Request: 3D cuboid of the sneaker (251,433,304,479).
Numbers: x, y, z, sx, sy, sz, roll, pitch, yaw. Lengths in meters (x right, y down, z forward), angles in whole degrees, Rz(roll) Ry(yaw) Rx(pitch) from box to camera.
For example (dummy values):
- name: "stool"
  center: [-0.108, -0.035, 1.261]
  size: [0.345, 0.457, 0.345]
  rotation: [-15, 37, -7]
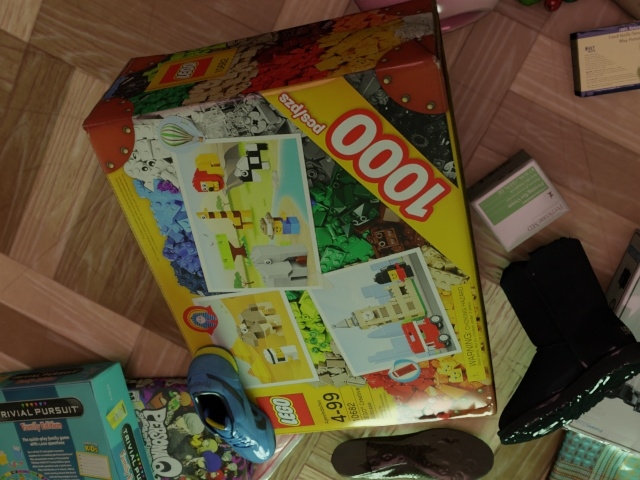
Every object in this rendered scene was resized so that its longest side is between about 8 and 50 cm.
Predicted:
- name: "sneaker"
  center: [-0.085, 0.327, 1.176]
  size: [0.070, 0.051, 0.134]
  rotation: [38, 104, 1]

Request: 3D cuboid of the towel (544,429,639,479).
- name: "towel"
  center: [0.513, 0.442, 1.108]
  size: [0.370, 0.040, 0.271]
  rotation: [17, 105, 5]

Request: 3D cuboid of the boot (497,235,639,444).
- name: "boot"
  center: [0.304, 0.137, 1.009]
  size: [0.094, 0.207, 0.246]
  rotation: [11, 133, -38]

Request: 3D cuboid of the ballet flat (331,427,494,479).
- name: "ballet flat"
  center: [0.141, 0.339, 1.142]
  size: [0.249, 0.058, 0.084]
  rotation: [-5, 68, 5]

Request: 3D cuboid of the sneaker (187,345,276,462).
- name: "sneaker"
  center: [-0.116, 0.231, 0.930]
  size: [0.069, 0.082, 0.209]
  rotation: [-12, 126, 14]

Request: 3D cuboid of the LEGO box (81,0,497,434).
- name: "LEGO box"
  center: [0.000, 0.000, 0.914]
  size: [0.372, 0.193, 0.500]
  rotation: [-9, 125, 13]

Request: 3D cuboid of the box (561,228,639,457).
- name: "box"
  center: [0.461, 0.150, 1.018]
  size: [0.169, 0.087, 0.290]
  rotation: [19, 106, 4]

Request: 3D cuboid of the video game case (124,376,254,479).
- name: "video game case"
  center: [-0.219, 0.336, 1.204]
  size: [0.210, 0.042, 0.232]
  rotation: [-2, 103, 10]

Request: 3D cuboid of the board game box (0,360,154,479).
- name: "board game box"
  center: [-0.404, 0.375, 1.201]
  size: [0.253, 0.079, 0.336]
  rotation: [-9, 101, 23]

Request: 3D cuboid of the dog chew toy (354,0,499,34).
- name: "dog chew toy"
  center: [0.108, -0.420, 0.884]
  size: [0.206, 0.206, 0.332]
  rotation: [-16, 93, 13]

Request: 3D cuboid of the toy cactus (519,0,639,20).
- name: "toy cactus"
  center: [0.359, -0.354, 0.912]
  size: [0.180, 0.112, 0.219]
  rotation: [43, 98, -13]

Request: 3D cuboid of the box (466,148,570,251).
- name: "box"
  center: [0.264, -0.055, 0.993]
  size: [0.101, 0.102, 0.087]
  rotation: [-37, 97, 15]

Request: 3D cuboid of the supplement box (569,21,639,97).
- name: "supplement box"
  center: [0.373, -0.234, 0.953]
  size: [0.083, 0.056, 0.083]
  rotation: [-7, 103, 11]
